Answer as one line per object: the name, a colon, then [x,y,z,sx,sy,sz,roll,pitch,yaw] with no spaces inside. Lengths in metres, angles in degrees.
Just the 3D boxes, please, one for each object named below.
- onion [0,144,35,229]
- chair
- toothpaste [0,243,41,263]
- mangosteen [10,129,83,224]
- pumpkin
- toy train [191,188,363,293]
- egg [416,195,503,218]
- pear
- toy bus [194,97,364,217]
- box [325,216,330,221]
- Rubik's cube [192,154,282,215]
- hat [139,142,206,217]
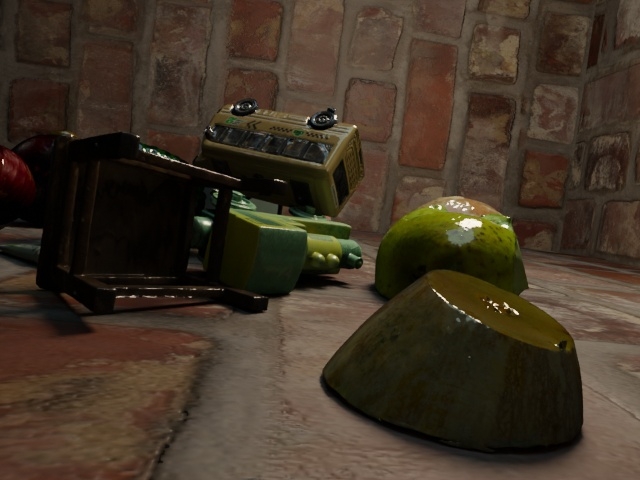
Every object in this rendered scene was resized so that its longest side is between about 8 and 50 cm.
onion: [-0.774,-0.146,1.082,0.273,0.285,0.273,-12,-25,-6]
chair: [-0.283,-0.030,0.722,0.416,0.203,0.240,9,2,42]
toothpaste: [-0.505,0.019,0.860,0.197,0.029,0.048,6,3,40]
mangosteen: [-0.743,-0.182,1.422,0.297,0.293,0.297,-1,-7,0]
pumpkin: [0.121,0.087,0.437,0.217,0.110,0.217,12,3,-1]
toy train: [-0.059,0.010,0.932,0.237,0.150,0.369,24,13,41]
egg: [0.307,0.001,1.116,0.245,0.203,0.203,-3,3,7]
pear: [0.224,0.028,0.889,0.286,0.176,0.282,7,6,19]
toy bus: [-0.096,-0.188,1.140,0.365,0.202,0.177,15,-34,24]
box: [-0.028,-0.049,1.754,0.151,0.135,0.151,5,3,0]
Rubik's cube: [-0.249,-0.105,1.412,0.250,0.248,0.246,6,3,-18]
hat: [-0.438,-0.070,1.186,0.274,0.242,0.332,19,-25,-22]
